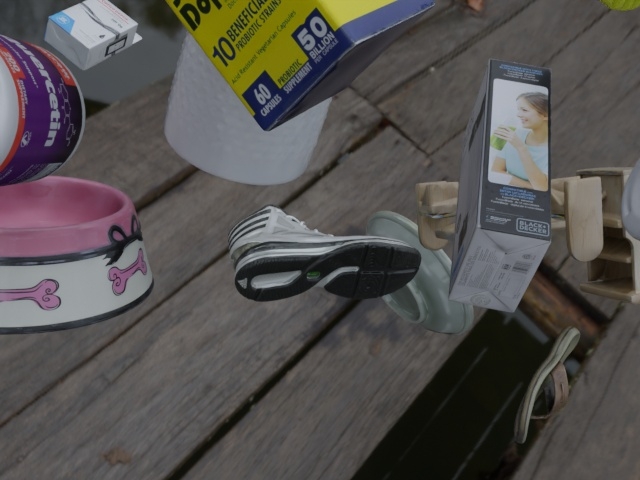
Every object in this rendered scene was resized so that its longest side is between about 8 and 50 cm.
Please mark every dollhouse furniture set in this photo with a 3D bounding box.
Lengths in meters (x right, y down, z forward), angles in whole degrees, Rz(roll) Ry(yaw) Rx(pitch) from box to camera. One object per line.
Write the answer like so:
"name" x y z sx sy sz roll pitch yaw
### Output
"dollhouse furniture set" 0.428 0.003 1.545 0.394 0.362 0.256 -7 96 -16

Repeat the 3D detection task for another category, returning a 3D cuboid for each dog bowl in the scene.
"dog bowl" -0.476 0.003 1.296 0.408 0.150 0.408 5 17 -1

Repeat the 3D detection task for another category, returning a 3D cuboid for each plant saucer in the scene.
"plant saucer" 0.233 0.111 2.145 0.100 0.400 0.400 -36 73 -18

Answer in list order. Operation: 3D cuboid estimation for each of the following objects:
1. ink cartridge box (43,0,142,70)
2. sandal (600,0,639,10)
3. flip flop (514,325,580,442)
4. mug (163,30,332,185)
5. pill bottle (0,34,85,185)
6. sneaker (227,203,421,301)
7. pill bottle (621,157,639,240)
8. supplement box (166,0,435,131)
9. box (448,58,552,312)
"ink cartridge box" -0.202 -0.193 0.729 0.048 0.028 0.083 38 45 4
"sandal" 0.393 -0.384 0.999 0.138 0.126 0.317 42 48 19
"flip flop" 0.472 0.294 1.629 0.080 0.112 0.277 30 60 21
"mug" -0.108 -0.334 1.420 0.276 0.328 0.374 12 34 -14
"pill bottle" -0.391 -0.152 0.940 0.181 0.181 0.323 29 8 -2
"sneaker" 0.000 -0.001 1.868 0.448 0.169 0.257 -1 39 -19
"pill bottle" 0.506 -0.027 0.967 0.246 0.136 0.136 19 47 -12
"supplement box" -0.069 -0.352 0.989 0.356 0.194 0.195 53 46 0
"box" 0.235 -0.074 1.043 0.087 0.169 0.290 11 56 3
